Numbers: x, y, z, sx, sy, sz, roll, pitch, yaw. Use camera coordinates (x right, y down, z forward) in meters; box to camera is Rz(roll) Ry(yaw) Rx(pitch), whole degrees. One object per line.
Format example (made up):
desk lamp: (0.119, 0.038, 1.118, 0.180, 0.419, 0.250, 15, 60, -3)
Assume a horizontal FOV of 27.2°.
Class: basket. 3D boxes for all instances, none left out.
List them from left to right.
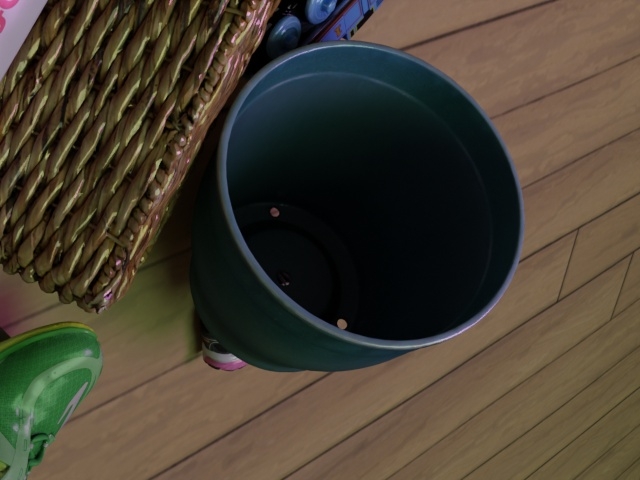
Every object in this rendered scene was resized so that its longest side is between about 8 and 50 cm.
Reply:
basket: (-0.182, -0.128, 0.986, 0.299, 0.223, 0.213, -63, -178, 5)

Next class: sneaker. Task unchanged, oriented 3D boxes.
sneaker: (-0.263, 0.194, 1.040, 0.295, 0.123, 0.109, -51, 149, -13)
sneaker: (-0.051, 0.059, 1.366, 0.178, 0.072, 0.077, -41, 142, -25)

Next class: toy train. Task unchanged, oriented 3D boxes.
toy train: (-0.015, -0.206, 1.186, 0.184, 0.080, 0.105, -50, 155, -17)

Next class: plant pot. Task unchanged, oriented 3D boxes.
plant pot: (0.000, 0.000, 1.183, 0.272, 0.271, 0.255, -40, 179, -30)

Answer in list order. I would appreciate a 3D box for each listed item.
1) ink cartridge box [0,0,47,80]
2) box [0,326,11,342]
ink cartridge box: (-0.320, -0.141, 0.709, 0.223, 0.129, 0.307, -60, 146, -1)
box: (-0.312, 0.119, 1.062, 0.145, 0.038, 0.186, -50, 148, -15)
